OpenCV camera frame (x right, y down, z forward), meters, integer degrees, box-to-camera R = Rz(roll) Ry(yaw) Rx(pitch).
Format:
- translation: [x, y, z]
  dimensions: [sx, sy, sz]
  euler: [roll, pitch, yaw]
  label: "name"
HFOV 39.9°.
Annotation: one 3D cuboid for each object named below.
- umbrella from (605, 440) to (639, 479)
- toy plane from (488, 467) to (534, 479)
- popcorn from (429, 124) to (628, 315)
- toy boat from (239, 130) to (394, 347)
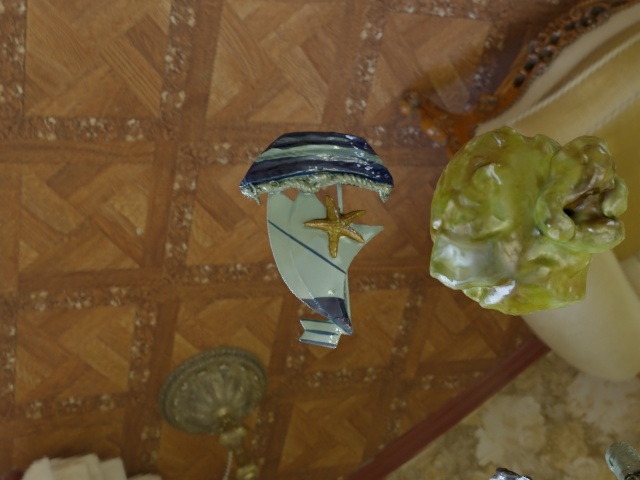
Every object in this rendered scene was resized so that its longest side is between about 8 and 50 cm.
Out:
- translation: [0.470, 0.351, 1.308]
  dimensions: [0.067, 0.143, 0.062]
  euler: [11, 104, -13]
  label: "umbrella"
- translation: [0.369, 0.403, 1.136]
  dimensions: [0.103, 0.316, 0.204]
  euler: [-36, 112, -28]
  label: "toy plane"
- translation: [0.287, -0.026, 1.208]
  dimensions: [0.276, 0.225, 0.277]
  euler: [10, 120, 18]
  label: "popcorn"
- translation: [0.000, 0.000, 1.196]
  dimensions: [0.220, 0.067, 0.291]
  euler: [1, 82, -17]
  label: "toy boat"
